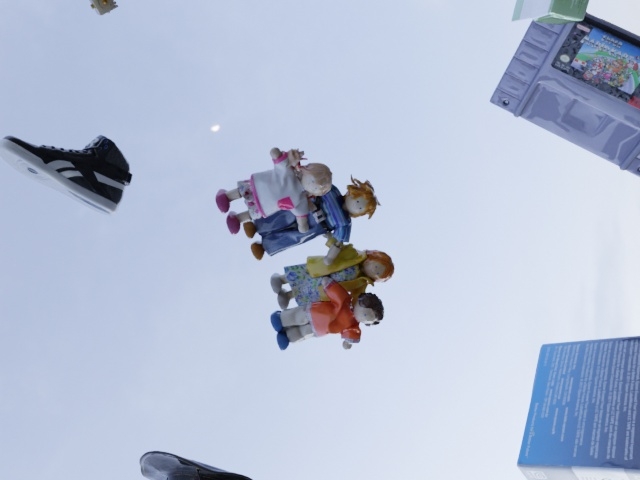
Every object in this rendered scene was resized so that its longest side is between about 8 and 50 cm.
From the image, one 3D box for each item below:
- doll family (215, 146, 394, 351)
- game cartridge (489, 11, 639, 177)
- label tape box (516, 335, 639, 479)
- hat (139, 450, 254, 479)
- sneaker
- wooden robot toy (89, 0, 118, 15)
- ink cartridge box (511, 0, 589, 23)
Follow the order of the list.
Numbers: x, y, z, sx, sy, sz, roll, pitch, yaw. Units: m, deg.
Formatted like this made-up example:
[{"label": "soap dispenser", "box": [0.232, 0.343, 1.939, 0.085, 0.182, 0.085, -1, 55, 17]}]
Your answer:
[{"label": "doll family", "box": [0.000, 0.000, 0.738, 0.118, 0.163, 0.263, -66, -43, -65]}, {"label": "game cartridge", "box": [0.526, -0.279, 1.146, 0.068, 0.355, 0.230, -53, -12, -38]}, {"label": "label tape box", "box": [0.503, 0.271, 0.936, 0.115, 0.347, 0.249, 52, -134, -25]}, {"label": "hat", "box": [-0.236, 0.559, 1.243, 0.331, 0.331, 0.134, 48, -135, -34]}, {"label": "sneaker", "box": [-0.421, -0.143, 1.032, 0.217, 0.079, 0.121, 36, -116, -40]}, {"label": "wooden robot toy", "box": [-0.303, -0.392, 0.796, 0.079, 0.076, 0.173, -33, -71, -14]}, {"label": "ink cartridge box", "box": [0.363, -0.420, 0.930, 0.235, 0.056, 0.171, -72, -7, -73]}]
